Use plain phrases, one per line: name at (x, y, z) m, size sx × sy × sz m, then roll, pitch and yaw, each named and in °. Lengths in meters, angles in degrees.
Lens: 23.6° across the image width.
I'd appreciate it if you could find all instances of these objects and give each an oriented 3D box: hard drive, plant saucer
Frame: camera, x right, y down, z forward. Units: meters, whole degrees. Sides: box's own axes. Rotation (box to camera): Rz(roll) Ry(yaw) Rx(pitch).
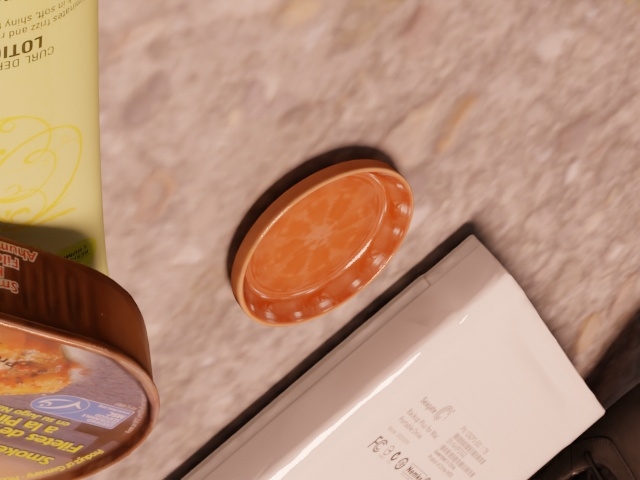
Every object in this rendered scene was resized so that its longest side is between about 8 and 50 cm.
hard drive at (-0.005, 0.145, 0.758) m, size 0.307 × 0.040 × 0.203 m, roll -40°, pitch 147°, yaw 1°
plant saucer at (0.000, 0.000, 0.614) m, size 0.083 × 0.013 × 0.083 m, roll -27°, pitch 146°, yaw -20°

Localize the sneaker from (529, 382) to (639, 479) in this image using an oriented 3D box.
sneaker at (0.146, 0.175, 0.874) m, size 0.130 × 0.109 × 0.286 m, roll -7°, pitch 141°, yaw -32°

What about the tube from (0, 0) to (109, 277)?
tube at (-0.095, -0.038, 0.436) m, size 0.240 × 0.070 × 0.062 m, roll 105°, pitch 5°, yaw -50°

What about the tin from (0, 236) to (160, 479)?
tin at (-0.135, 0.031, 0.448) m, size 0.189 × 0.040 × 0.106 m, roll 22°, pitch 131°, yaw -40°
